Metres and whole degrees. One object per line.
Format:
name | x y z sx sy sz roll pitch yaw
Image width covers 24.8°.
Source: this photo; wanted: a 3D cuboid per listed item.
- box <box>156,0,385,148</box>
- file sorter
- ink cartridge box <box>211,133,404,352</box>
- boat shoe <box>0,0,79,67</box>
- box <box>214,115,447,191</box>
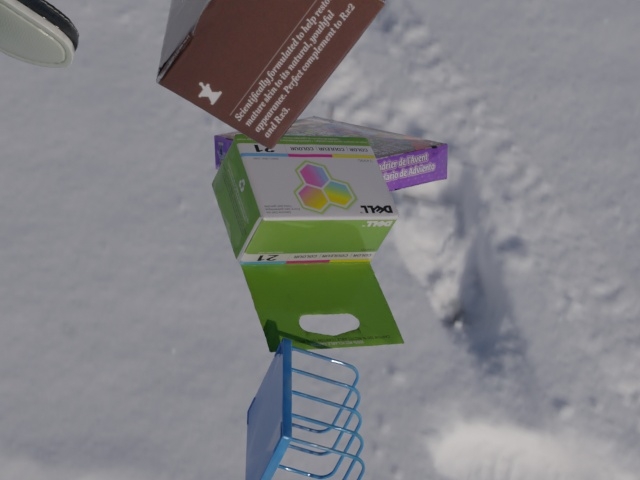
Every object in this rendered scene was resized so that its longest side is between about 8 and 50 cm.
box | -0.046 -0.280 1.452 0.143 0.191 0.381 31 29 -17
file sorter | -0.016 0.216 1.615 0.104 0.118 0.170 18 31 -12
ink cartridge box | 0.000 0.000 1.740 0.188 0.097 0.255 -1 52 -27
boat shoe | -0.401 -0.304 1.691 0.302 0.114 0.091 30 59 3
box | 0.012 -0.122 2.109 0.200 0.057 0.293 -15 21 -39
